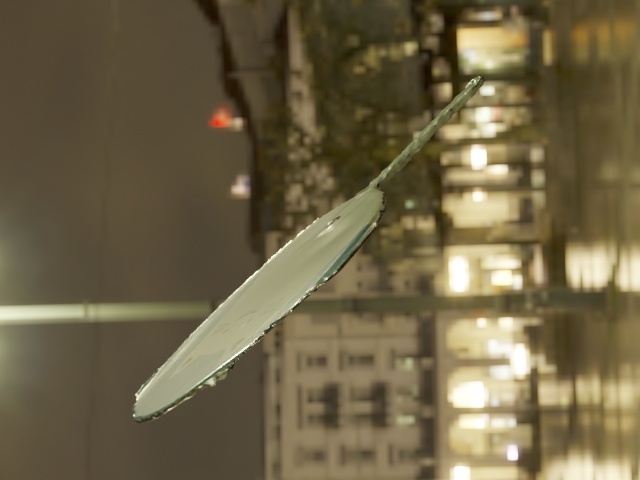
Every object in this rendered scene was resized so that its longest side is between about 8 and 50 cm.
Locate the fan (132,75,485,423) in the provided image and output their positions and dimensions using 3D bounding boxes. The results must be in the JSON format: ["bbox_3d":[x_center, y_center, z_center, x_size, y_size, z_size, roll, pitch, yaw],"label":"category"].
[{"bbox_3d":[0.000,0.000,0.581,0.005,0.175,0.113,48,159,-9],"label":"fan"}]
